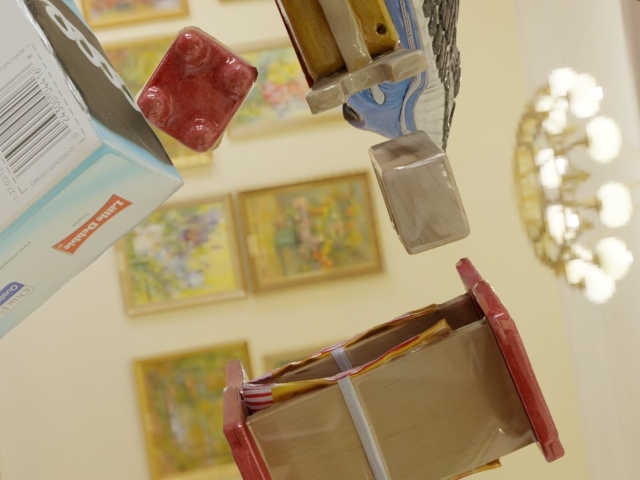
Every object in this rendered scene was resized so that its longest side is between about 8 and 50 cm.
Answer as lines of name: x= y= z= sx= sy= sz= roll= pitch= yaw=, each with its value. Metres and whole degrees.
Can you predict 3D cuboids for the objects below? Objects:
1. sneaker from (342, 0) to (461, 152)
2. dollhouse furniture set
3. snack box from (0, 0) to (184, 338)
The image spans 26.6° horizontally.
sneaker: x=0.054 y=-0.191 z=1.283 sx=0.330 sy=0.147 sz=0.129 roll=82 pitch=19 yaw=-60
dollhouse furniture set: x=0.000 y=0.000 z=0.896 sx=0.152 sy=0.201 sz=0.374 roll=-103 pitch=172 yaw=-79
snack box: x=-0.209 y=-0.090 z=0.570 sx=0.322 sy=0.187 sz=0.060 roll=57 pitch=14 yaw=26
